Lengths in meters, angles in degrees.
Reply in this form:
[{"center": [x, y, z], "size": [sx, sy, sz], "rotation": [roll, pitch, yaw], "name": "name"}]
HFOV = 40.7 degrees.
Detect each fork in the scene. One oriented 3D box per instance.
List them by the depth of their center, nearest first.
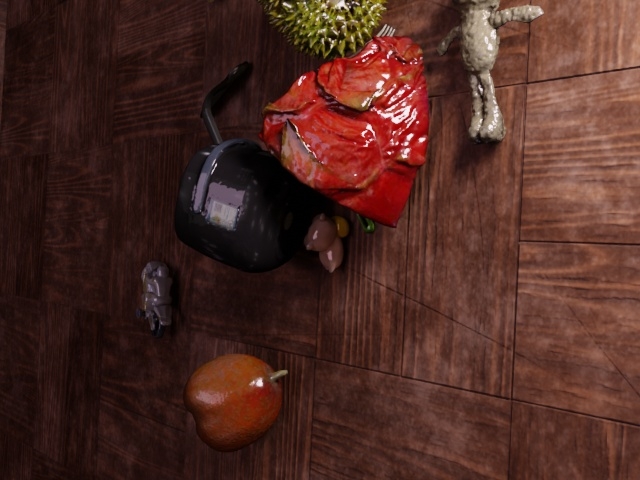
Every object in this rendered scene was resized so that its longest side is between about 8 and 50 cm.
[{"center": [0.062, -0.353, 1.675], "size": [0.219, 0.034, 0.028], "rotation": [-26, 59, 47], "name": "fork"}]

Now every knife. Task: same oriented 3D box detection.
[{"center": [0.064, -0.104, 1.672], "size": [0.054, 0.015, 0.212], "rotation": [-43, 54, 31], "name": "knife"}]

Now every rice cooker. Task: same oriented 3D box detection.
[{"center": [-0.144, -0.070, 1.726], "size": [0.224, 0.267, 0.267], "rotation": [18, 103, 21], "name": "rice cooker"}]

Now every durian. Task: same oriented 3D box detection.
[{"center": [-0.002, -0.484, 1.582], "size": [0.224, 0.291, 0.291], "rotation": [34, 114, 57], "name": "durian"}]

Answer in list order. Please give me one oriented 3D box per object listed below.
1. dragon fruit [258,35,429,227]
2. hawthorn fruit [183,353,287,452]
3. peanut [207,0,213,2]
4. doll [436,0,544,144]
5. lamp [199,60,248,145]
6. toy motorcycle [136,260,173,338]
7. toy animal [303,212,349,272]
[{"center": [0.060, -0.234, 1.573], "size": [0.330, 0.302, 0.240], "rotation": [-63, 12, 1], "name": "dragon fruit"}, {"center": [-0.163, 0.328, 1.809], "size": [0.251, 0.199, 0.199], "rotation": [-30, 63, 29], "name": "hawthorn fruit"}, {"center": [-0.228, -0.628, 2.020], "size": [0.174, 0.080, 0.080], "rotation": [-38, 59, 43], "name": "peanut"}, {"center": [0.252, -0.312, 1.407], "size": [0.202, 0.091, 0.286], "rotation": [-134, 47, -56], "name": "doll"}, {"center": [-0.231, -0.249, 1.971], "size": [0.203, 0.124, 0.283], "rotation": [-43, 53, 53], "name": "lamp"}, {"center": [-0.417, 0.132, 2.211], "size": [0.151, 0.074, 0.229], "rotation": [-56, 39, 40], "name": "toy motorcycle"}, {"center": [0.000, 0.000, 1.690], "size": [0.091, 0.082, 0.114], "rotation": [20, 104, 51], "name": "toy animal"}]
